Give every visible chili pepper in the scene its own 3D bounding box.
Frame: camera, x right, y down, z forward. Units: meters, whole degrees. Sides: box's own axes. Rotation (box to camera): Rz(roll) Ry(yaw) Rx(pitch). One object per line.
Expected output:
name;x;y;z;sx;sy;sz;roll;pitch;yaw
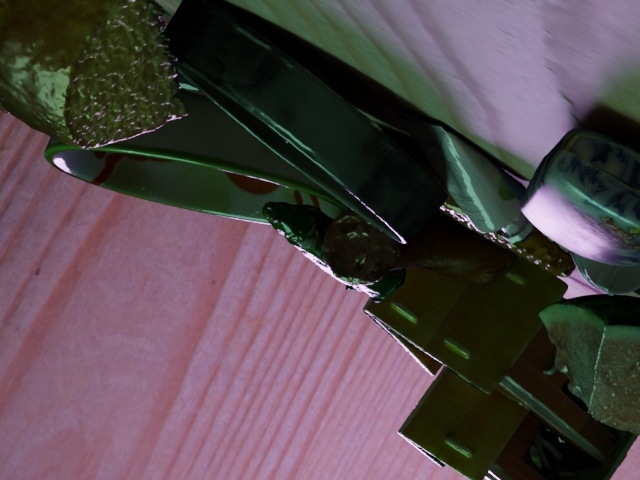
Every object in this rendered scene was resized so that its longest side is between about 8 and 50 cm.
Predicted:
chili pepper;0.000;0.000;1.978;0.088;0.059;0.227;21;175;33

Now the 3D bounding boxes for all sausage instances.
sausage;0.097;0.000;1.982;0.103;0.076;0.302;46;-157;23

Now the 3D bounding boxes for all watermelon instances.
watermelon;0.337;0.106;1.925;0.231;0.128;0.146;17;152;-7

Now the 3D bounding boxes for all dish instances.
dish;-0.110;-0.109;2.004;0.324;0.124;0.324;11;172;2

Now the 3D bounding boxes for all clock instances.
clock;-0.017;-0.098;1.639;0.280;0.055;0.280;38;178;1

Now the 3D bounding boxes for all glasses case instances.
glasses case;0.169;-0.023;1.188;0.087;0.065;0.248;27;177;4

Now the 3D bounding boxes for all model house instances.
model house;0.171;0.134;2.235;0.323;0.300;0.340;39;172;-14

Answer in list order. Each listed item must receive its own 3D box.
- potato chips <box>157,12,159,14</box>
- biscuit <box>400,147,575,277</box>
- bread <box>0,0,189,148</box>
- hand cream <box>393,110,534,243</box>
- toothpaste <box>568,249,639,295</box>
potato chips;-0.209;-0.239;1.886;0.142;0.026;0.209;33;176;1
biscuit;0.131;-0.036;1.848;0.254;0.035;0.254;30;-178;-1
bread;-0.195;-0.146;1.513;0.129;0.134;0.260;40;168;20
hand cream;0.122;-0.053;1.593;0.142;0.053;0.084;47;170;-24
toothpaste;0.219;0.005;1.519;0.089;0.057;0.234;31;-175;1
